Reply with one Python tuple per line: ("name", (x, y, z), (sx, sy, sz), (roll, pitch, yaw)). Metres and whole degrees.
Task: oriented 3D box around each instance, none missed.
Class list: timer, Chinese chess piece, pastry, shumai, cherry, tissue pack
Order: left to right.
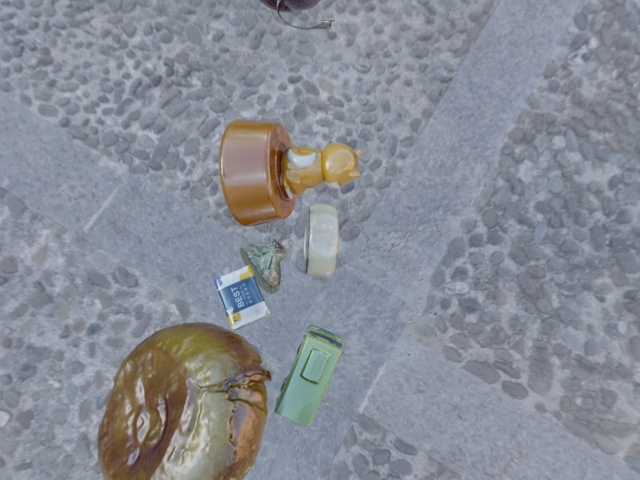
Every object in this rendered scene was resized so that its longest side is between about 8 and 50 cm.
("pastry", (-0.250, 0.318, 0.804), (0.356, 0.164, 0.356), (-13, 62, 26))
("tissue pack", (-0.118, 0.086, 0.667), (0.062, 0.042, 0.083), (-21, 78, -14))
("shumai", (-0.112, 0.049, 0.972), (0.087, 0.099, 0.124), (-33, 98, -18))
("timer", (-0.025, -0.085, 0.533), (0.152, 0.132, 0.132), (-2, 75, 13))
("cherry", (-0.018, -0.391, 0.635), (0.188, 0.115, 0.148), (26, 56, 39))
("Chinese chess piece", (0.000, 0.000, 0.731), (0.051, 0.122, 0.122), (3, 75, -4))

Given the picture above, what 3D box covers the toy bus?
("toy bus", (-0.021, 0.267, 0.882), (0.088, 0.101, 0.175), (23, 90, 2))
